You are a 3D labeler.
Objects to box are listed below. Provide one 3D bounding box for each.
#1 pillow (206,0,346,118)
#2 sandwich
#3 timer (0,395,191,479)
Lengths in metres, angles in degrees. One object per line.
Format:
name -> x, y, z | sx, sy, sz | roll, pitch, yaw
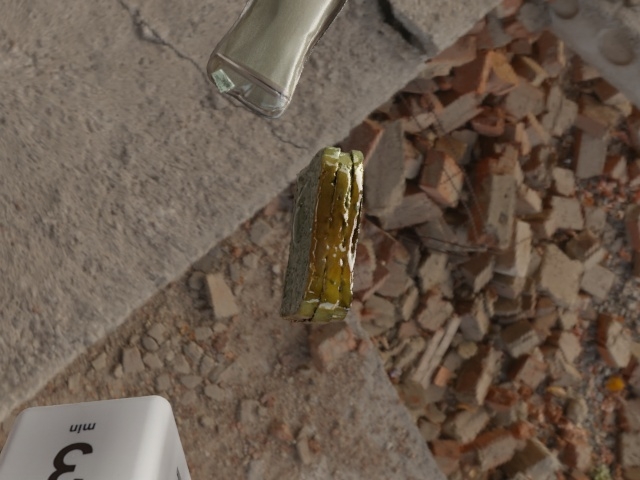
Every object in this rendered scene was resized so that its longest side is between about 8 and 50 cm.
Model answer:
pillow -> -0.059, -0.292, 1.054 | 0.130, 0.038, 0.233 | 28, 88, -14
sandwich -> 0.000, 0.000, 1.344 | 0.099, 0.271, 0.301 | 9, 79, -7
timer -> -0.266, 0.322, 0.887 | 0.192, 0.195, 0.194 | -6, 122, 1
